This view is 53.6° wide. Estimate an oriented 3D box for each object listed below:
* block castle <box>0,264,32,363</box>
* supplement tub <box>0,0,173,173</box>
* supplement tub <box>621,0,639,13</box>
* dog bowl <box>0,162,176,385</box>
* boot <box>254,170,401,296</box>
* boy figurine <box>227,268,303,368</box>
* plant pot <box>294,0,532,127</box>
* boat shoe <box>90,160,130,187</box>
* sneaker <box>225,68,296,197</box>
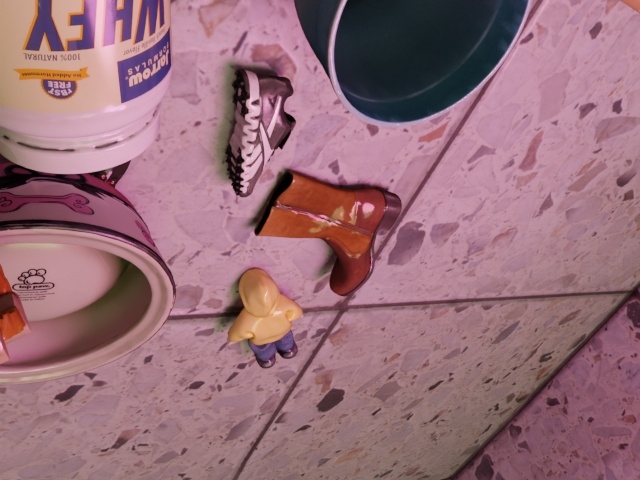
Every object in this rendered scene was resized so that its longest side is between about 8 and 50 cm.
[{"bbox_3d":[-0.456,-0.048,0.556,0.212,0.454,0.303,-25,-172,-20],"label":"block castle"},{"bbox_3d":[-0.275,-0.256,0.657,0.235,0.235,0.325,-14,139,-22],"label":"supplement tub"},{"bbox_3d":[0.464,-0.454,0.863,0.240,0.331,0.241,-19,142,-16],"label":"supplement tub"},{"bbox_3d":[-0.428,0.053,0.930,0.407,0.151,0.408,-14,146,-9],"label":"dog bowl"},{"bbox_3d":[0.000,0.000,1.253,0.280,0.096,0.264,5,130,-37],"label":"boot"},{"bbox_3d":[-0.124,0.172,1.366,0.177,0.092,0.285,-23,141,-10],"label":"boy figurine"},{"bbox_3d":[0.078,-0.328,0.803,0.271,0.255,0.272,-19,141,-16],"label":"plant pot"},{"bbox_3d":[-0.332,-0.089,0.969,0.133,0.042,0.049,-44,140,13],"label":"boat shoe"},{"bbox_3d":[-0.091,-0.165,1.017,0.106,0.078,0.234,-9,136,-23],"label":"sneaker"}]
